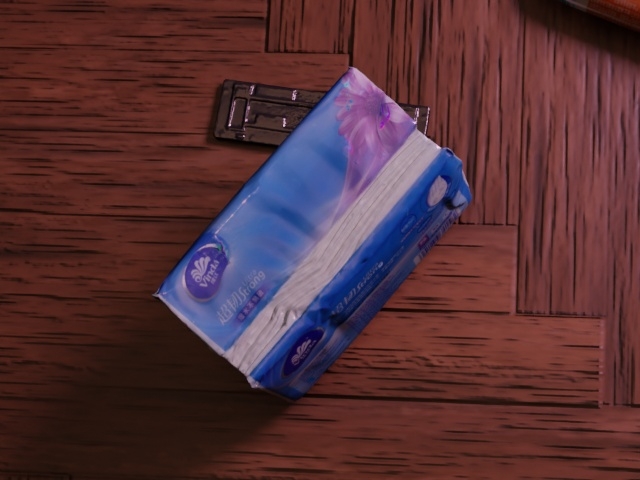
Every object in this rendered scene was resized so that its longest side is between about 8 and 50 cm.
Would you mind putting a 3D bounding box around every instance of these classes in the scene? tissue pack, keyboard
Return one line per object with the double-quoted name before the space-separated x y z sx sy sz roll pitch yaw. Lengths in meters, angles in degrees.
"tissue pack" 0.000 0.000 1.508 0.146 0.198 0.263 41 89 12
"keyboard" 0.001 -0.114 1.630 0.204 0.013 0.061 8 80 8

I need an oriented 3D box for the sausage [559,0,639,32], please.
"sausage" 0.315 -0.228 1.587 0.264 0.083 0.083 23 82 11
